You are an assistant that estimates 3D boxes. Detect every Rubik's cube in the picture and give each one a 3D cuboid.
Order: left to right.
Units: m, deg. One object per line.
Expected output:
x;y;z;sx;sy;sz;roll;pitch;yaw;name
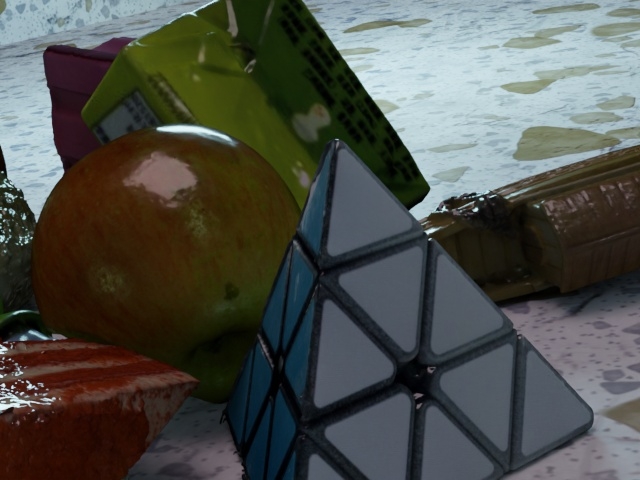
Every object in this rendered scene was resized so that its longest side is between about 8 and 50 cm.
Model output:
0.029;0.110;1.092;0.233;0.229;0.228;-43;-26;2;Rubik's cube

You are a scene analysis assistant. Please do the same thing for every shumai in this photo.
-0.428;0.026;1.600;0.260;0.222;0.225;45;17;32;shumai

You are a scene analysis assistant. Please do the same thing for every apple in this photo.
-0.123;0.029;1.269;0.246;0.246;0.226;-17;57;-29;apple

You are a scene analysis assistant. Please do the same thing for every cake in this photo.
-0.214;0.163;1.053;0.158;0.160;0.262;12;7;32;cake

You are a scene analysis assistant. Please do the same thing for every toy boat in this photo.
0.268;-0.010;1.437;0.445;0.136;0.162;-15;14;-11;toy boat

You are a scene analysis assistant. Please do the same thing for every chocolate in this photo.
-0.068;-0.095;1.524;0.137;0.301;0.289;-33;4;39;chocolate

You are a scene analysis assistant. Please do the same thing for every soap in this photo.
-0.214;-0.123;1.812;0.128;0.233;0.359;-14;17;-29;soap

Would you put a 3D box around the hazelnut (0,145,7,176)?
-0.494;-0.073;1.785;0.229;0.229;0.229;-6;16;2;hazelnut

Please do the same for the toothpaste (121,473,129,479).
-0.248;0.195;1.098;0.218;0.041;0.064;-8;5;7;toothpaste

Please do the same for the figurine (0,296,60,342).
-0.336;0.088;1.340;0.263;0.143;0.162;14;21;24;figurine
